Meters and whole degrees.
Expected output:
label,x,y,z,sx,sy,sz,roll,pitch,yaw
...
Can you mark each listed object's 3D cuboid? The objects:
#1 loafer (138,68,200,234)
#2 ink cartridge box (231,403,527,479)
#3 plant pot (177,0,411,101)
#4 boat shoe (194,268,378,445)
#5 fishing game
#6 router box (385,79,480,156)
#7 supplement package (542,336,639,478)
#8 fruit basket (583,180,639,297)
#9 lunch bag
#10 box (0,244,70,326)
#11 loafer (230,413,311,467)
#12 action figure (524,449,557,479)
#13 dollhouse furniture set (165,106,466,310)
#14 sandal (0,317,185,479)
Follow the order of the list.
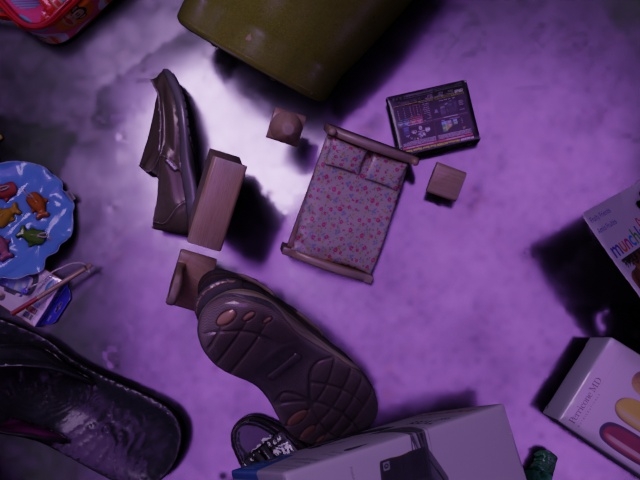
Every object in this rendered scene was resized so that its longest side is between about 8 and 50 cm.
label,x,y,z,sx,sy,sz,roll,pitch,yaw
loafer,-0.225,-0.126,1.402,0.087,0.094,0.251,-8,84,-1
ink cartridge box,0.071,0.311,1.223,0.307,0.223,0.129,-12,82,-24
plant pot,-0.014,-0.395,1.313,0.366,0.366,0.353,31,100,6
boat shoe,-0.039,0.149,1.285,0.132,0.355,0.130,-33,40,6
fishing game,-0.456,-0.033,1.420,0.189,0.041,0.264,-32,77,-9
router box,0.165,-0.176,1.409,0.122,0.038,0.092,-12,83,3
supplement package,0.447,0.251,1.301,0.244,0.134,0.139,32,87,6
fruit basket,0.519,0.063,1.240,0.165,0.327,0.353,-36,80,42
lunch bag,-0.438,-0.448,1.441,0.258,0.120,0.293,-43,82,3
box,-0.442,0.068,1.432,0.136,0.028,0.081,31,86,8
loafer,-0.027,0.352,1.348,0.096,0.084,0.267,-42,83,-1
action figure,0.284,0.401,1.319,0.063,0.137,0.232,21,77,-18
dollhouse furniture set,0.000,0.000,1.307,0.356,0.174,0.303,17,98,-9
sandal,-0.409,0.220,1.374,0.446,0.107,0.167,18,86,6
